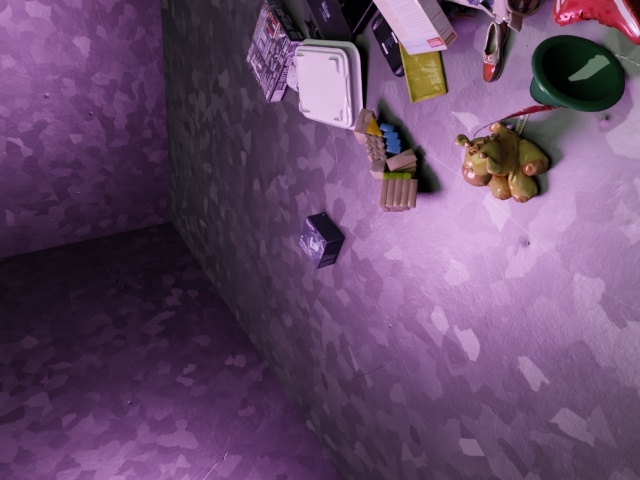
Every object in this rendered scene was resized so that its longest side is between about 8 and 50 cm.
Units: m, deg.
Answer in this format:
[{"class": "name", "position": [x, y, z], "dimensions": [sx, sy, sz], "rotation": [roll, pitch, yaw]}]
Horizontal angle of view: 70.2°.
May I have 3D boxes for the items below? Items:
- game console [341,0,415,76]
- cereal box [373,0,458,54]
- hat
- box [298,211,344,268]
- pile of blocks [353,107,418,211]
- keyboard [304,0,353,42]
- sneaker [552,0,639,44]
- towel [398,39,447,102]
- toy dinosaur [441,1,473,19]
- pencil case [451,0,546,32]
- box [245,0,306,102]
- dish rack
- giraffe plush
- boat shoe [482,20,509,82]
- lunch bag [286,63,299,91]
[{"class": "game console", "position": [0.175, -0.637, 1.324], "dimensions": [0.213, 0.044, 0.361], "rotation": [-41, 69, 57]}, {"class": "cereal box", "position": [0.204, -0.556, 1.080], "dimensions": [0.240, 0.047, 0.173], "rotation": [44, 178, -28]}, {"class": "hat", "position": [0.467, -0.293, 0.940], "dimensions": [0.183, 0.208, 0.173], "rotation": [104, -173, -70]}, {"class": "box", "position": [0.000, 0.000, 1.829], "dimensions": [0.156, 0.093, 0.158], "rotation": [53, 141, 31]}, {"class": "pile of blocks", "position": [0.215, -0.242, 1.403], "dimensions": [0.112, 0.148, 0.362], "rotation": [38, -147, -68]}, {"class": "keyboard", "position": [0.011, -0.748, 1.540], "dimensions": [0.201, 0.033, 0.317], "rotation": [-39, 69, 55]}, {"class": "sneaker", "position": [0.526, -0.426, 0.853], "dimensions": [0.128, 0.087, 0.221], "rotation": [126, 134, -62]}, {"class": "towel", "position": [0.267, -0.498, 1.220], "dimensions": [0.102, 0.021, 0.237], "rotation": [-9, 97, 28]}, {"class": "toy dinosaur", "position": [0.322, -0.558, 1.134], "dimensions": [0.090, 0.047, 0.082], "rotation": [59, 165, 5]}, {"class": "pencil case", "position": [0.308, -0.605, 1.013], "dimensions": [0.410, 0.159, 0.184], "rotation": [41, 109, 41]}, {"class": "box", "position": [-0.185, -0.744, 1.801], "dimensions": [0.243, 0.076, 0.307], "rotation": [62, 146, 19]}, {"class": "dish rack", "position": [0.012, -0.531, 1.564], "dimensions": [0.332, 0.072, 0.286], "rotation": [31, 135, 47]}, {"class": "giraffe plush", "position": [0.400, -0.184, 1.050], "dimensions": [0.181, 0.170, 0.210], "rotation": [22, 122, 52]}, {"class": "boat shoe", "position": [0.400, -0.437, 1.060], "dimensions": [0.049, 0.043, 0.137], "rotation": [36, 133, 42]}, {"class": "lunch bag", "position": [-0.090, -0.617, 1.733], "dimensions": [0.071, 0.053, 0.083], "rotation": [44, 128, 36]}]
